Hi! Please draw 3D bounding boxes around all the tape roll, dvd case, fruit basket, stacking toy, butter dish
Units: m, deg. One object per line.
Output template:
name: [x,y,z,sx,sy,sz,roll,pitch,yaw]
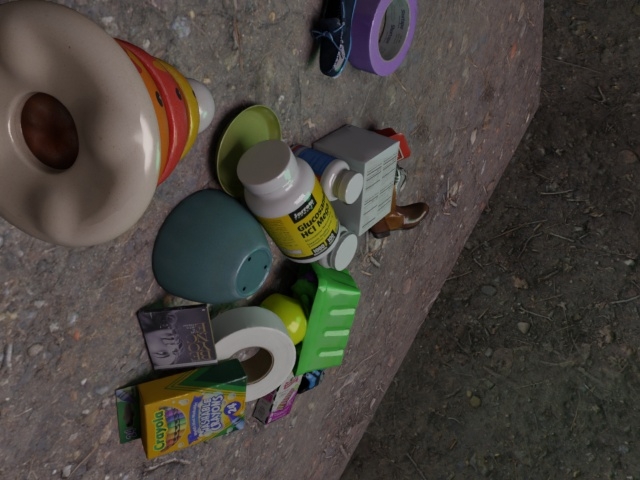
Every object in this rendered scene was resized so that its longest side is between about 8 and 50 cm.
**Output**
tape roll: [0.185,-0.643,1.667,0.275,0.090,0.275,-41,145,-38]
dvd case: [-0.355,0.249,1.403,0.018,0.164,0.221,-103,-170,-49]
fruit basket: [-0.084,0.246,1.819,0.392,0.283,0.392,-5,114,-11]
tape roll: [-0.219,0.331,1.594,0.286,0.100,0.286,-12,125,-18]
stacking toy: [-0.332,-0.223,0.968,0.480,0.351,0.350,-52,156,-63]
butter dish: [0.218,-0.340,1.952,0.160,0.118,0.160,-23,150,11]

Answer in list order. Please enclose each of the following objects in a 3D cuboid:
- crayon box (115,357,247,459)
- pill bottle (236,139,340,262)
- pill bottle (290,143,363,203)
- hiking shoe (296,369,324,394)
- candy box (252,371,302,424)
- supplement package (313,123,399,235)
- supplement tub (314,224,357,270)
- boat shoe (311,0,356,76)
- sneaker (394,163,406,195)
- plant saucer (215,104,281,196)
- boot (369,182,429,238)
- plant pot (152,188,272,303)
crayon box: [-0.361,0.450,1.466,0.323,0.083,0.203,-10,124,-27]
pill bottle: [-0.081,-0.098,1.434,0.188,0.188,0.334,-56,146,-17]
pill bottle: [0.006,-0.185,1.579,0.124,0.221,0.124,-40,143,-39]
hiking shoe: [-0.031,0.479,2.172,0.132,0.113,0.304,-28,135,-50]
candy box: [-0.148,0.553,2.073,0.159,0.071,0.233,-1,112,-59]
supplement package: [0.105,-0.196,1.767,0.198,0.199,0.262,-37,142,-41]
supplement tub: [0.000,0.000,1.743,0.144,0.200,0.144,-41,144,-39]
boat shoe: [0.025,-0.568,1.462,0.089,0.109,0.258,2,94,-53]
sneaker: [0.291,-0.261,2.183,0.132,0.086,0.228,-55,162,-28]
plant saucer: [-0.188,-0.228,1.406,0.241,0.037,0.241,-41,144,-39]
boot: [0.293,-0.146,2.172,0.264,0.096,0.280,-18,144,4]
plant pot: [-0.235,0.040,1.370,0.290,0.195,0.290,-41,144,-39]
